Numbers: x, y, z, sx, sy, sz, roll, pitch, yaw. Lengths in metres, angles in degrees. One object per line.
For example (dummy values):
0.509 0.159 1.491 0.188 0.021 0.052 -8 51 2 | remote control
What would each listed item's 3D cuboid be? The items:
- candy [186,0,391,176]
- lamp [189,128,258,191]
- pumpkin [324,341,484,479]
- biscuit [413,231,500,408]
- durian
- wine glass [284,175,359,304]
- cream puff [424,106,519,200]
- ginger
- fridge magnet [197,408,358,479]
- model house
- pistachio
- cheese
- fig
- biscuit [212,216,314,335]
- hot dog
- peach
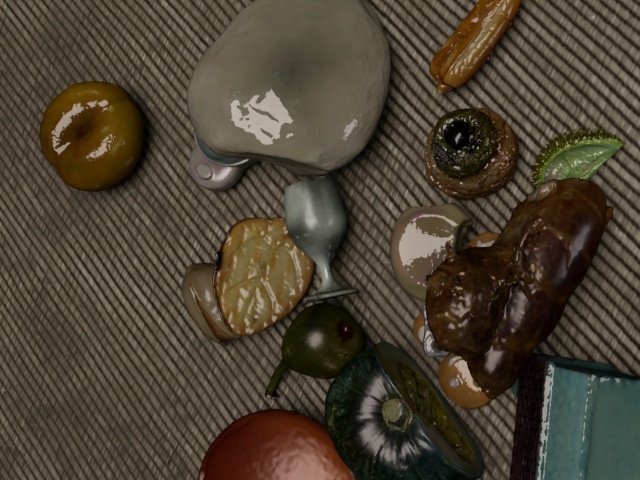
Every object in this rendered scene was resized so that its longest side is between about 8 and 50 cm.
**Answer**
-0.048 -0.334 1.597 0.386 0.186 0.427 24 74 10 | candy
-0.198 -0.222 1.721 0.179 0.108 0.246 33 98 25 | lamp
0.123 0.351 1.460 0.197 0.263 0.293 -41 60 11 | pumpkin
0.279 0.148 1.533 0.216 0.047 0.339 1 86 23 | biscuit
0.443 -0.137 1.478 0.215 0.086 0.100 -39 88 20 | durian
0.000 0.000 1.612 0.126 0.126 0.241 -12 85 20 | wine glass
0.266 -0.168 1.497 0.183 0.169 0.183 -1 86 20 | cream puff
0.330 0.042 1.387 0.254 0.176 0.418 38 84 -21 | ginger
-0.079 0.511 1.586 0.364 0.155 0.363 -2 86 22 | fridge magnet
0.433 0.345 1.396 0.249 0.230 0.280 -1 80 63 | model house
-0.221 0.131 1.693 0.124 0.124 0.185 -34 76 16 | pistachio
0.213 0.073 1.503 0.163 0.082 0.286 -9 81 26 | cheese
-0.030 0.223 1.628 0.259 0.151 0.151 -35 73 40 | fig
-0.124 0.072 1.653 0.203 0.041 0.260 24 77 -9 | biscuit
0.299 -0.382 1.554 0.249 0.076 0.102 -52 33 8 | hot dog
-0.510 -0.238 1.828 0.251 0.153 0.251 1 93 23 | peach
